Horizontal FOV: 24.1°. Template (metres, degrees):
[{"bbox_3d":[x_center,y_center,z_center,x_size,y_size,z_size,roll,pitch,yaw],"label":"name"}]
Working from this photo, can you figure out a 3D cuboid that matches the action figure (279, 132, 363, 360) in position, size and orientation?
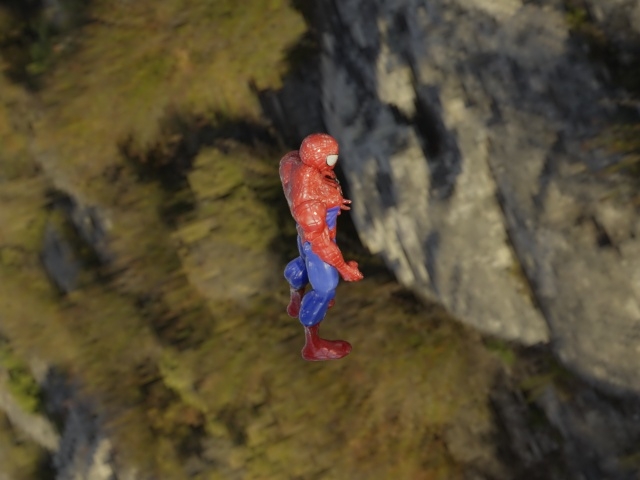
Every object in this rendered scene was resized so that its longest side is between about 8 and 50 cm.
[{"bbox_3d":[0.000,0.000,0.550,0.115,0.030,0.038,85,173,-54],"label":"action figure"}]
